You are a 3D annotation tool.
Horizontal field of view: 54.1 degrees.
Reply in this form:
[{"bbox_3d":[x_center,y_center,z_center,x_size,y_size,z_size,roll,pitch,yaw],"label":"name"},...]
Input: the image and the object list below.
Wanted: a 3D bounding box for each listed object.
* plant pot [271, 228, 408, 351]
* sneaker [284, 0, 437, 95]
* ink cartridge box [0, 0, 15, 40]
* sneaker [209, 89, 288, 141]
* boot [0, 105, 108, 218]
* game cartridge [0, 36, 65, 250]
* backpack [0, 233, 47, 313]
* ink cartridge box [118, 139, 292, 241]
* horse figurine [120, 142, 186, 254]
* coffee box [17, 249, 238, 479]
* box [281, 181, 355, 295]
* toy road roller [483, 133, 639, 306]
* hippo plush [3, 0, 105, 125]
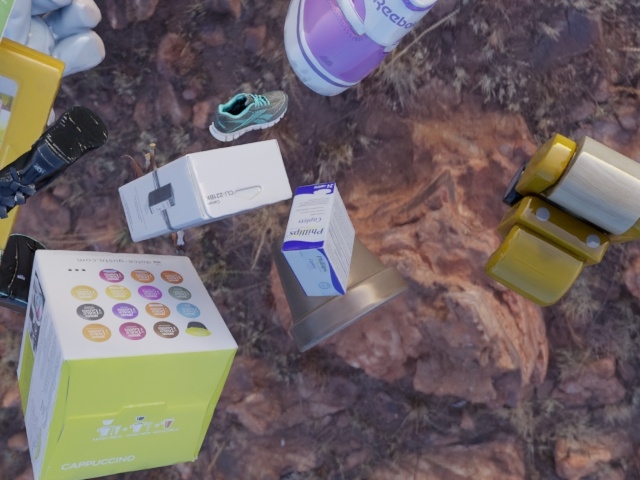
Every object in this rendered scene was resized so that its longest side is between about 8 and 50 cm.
[{"bbox_3d":[0.016,0.070,1.304,0.263,0.263,0.229,-37,78,31],"label":"plant pot"},{"bbox_3d":[0.052,-0.272,0.538,0.102,0.282,0.161,17,148,-33],"label":"sneaker"},{"bbox_3d":[-0.398,-0.258,0.686,0.109,0.209,0.062,-1,159,28],"label":"ink cartridge box"},{"bbox_3d":[-0.127,-0.244,1.162,0.065,0.166,0.076,50,155,16],"label":"sneaker"},{"bbox_3d":[-0.263,-0.074,0.593,0.099,0.121,0.045,-31,112,19],"label":"boot"},{"bbox_3d":[-0.527,-0.155,0.786,0.323,0.053,0.285,18,112,-25],"label":"game cartridge"},{"bbox_3d":[-0.799,0.084,1.632,0.144,0.188,0.166,-14,151,30],"label":"backpack"},{"bbox_3d":[-0.215,-0.089,1.153,0.272,0.197,0.114,-11,96,48],"label":"ink cartridge box"},{"bbox_3d":[-0.360,-0.108,1.420,0.263,0.066,0.175,36,131,36],"label":"horse figurine"},{"bbox_3d":[-0.424,0.255,1.325,0.337,0.334,0.338,3,122,-35],"label":"coffee box"},{"bbox_3d":[0.000,0.000,1.013,0.072,0.137,0.126,-5,139,19],"label":"box"},{"bbox_3d":[0.419,-0.018,1.101,0.202,0.329,0.241,29,83,6],"label":"toy road roller"},{"bbox_3d":[-0.573,-0.396,1.199,0.236,0.234,0.294,27,117,30],"label":"hippo plush"}]
